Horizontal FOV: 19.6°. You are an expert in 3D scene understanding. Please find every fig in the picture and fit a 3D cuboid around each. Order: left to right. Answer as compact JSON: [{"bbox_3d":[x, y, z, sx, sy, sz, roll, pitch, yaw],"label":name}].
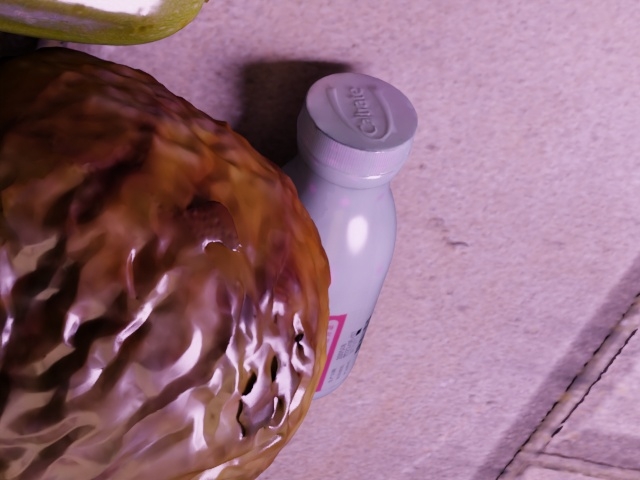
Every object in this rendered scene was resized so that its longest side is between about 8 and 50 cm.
[{"bbox_3d":[-0.155,0.097,0.979,0.286,0.369,0.286,14,148,9],"label":"fig"}]

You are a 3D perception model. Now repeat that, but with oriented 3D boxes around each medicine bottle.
[{"bbox_3d":[0.000,0.000,1.121,0.090,0.090,0.217,6,135,-12],"label":"medicine bottle"}]

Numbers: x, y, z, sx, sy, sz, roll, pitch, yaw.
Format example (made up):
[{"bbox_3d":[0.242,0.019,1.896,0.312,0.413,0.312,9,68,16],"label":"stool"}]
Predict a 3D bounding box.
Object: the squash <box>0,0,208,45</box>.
[{"bbox_3d":[-0.199,-0.160,0.901,0.341,0.094,0.094,14,135,-39],"label":"squash"}]
